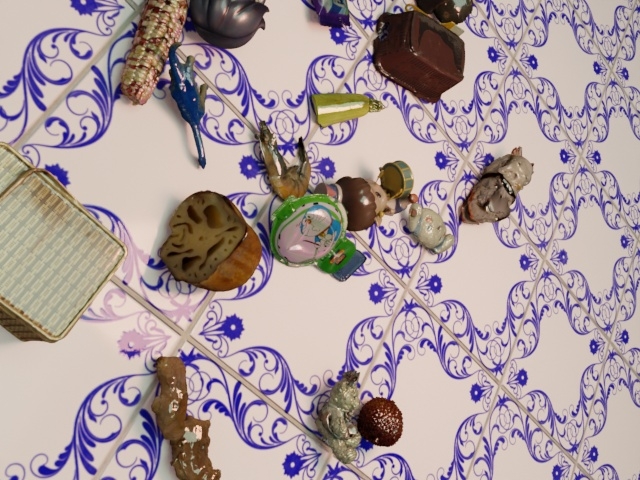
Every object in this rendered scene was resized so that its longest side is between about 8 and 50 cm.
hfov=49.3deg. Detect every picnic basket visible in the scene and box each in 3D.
[{"bbox_3d":[-0.530,0.006,1.203,0.313,0.175,0.228,47,57,-24],"label":"picnic basket"},{"bbox_3d":[0.302,-0.545,2.016,0.296,0.129,0.223,17,71,-38],"label":"picnic basket"}]

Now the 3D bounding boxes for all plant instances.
[{"bbox_3d":[0.362,-0.766,2.093,0.256,0.141,0.164,47,56,-21],"label":"plant"}]

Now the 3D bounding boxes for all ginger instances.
[{"bbox_3d":[-0.278,0.375,1.421,0.122,0.084,0.290,-19,95,-34],"label":"ginger"}]

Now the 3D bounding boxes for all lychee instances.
[{"bbox_3d":[0.149,0.452,1.747,0.123,0.123,0.129,30,40,-33],"label":"lychee"}]

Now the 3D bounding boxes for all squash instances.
[{"bbox_3d":[0.071,-0.348,1.831,0.200,0.075,0.090,-7,69,-19],"label":"squash"}]

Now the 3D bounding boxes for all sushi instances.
[{"bbox_3d":[0.556,-0.159,2.173,0.124,0.130,0.332,52,56,-22],"label":"sushi"}]

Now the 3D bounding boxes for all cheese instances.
[{"bbox_3d":[0.000,0.000,1.688,0.204,0.083,0.320,-45,130,5],"label":"cheese"}]

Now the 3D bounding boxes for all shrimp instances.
[{"bbox_3d":[-0.084,-0.201,1.697,0.150,0.051,0.217,-39,116,-40],"label":"shrimp"}]

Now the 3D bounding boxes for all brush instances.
[{"bbox_3d":[0.333,-0.655,2.097,0.205,0.083,0.011,24,50,-28],"label":"brush"}]

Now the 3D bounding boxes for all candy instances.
[{"bbox_3d":[0.009,-0.694,1.835,0.145,0.070,0.275,-15,91,-49],"label":"candy"}]

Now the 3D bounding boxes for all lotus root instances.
[{"bbox_3d":[-0.222,0.015,1.496,0.188,0.199,0.180,-43,152,2],"label":"lotus root"}]

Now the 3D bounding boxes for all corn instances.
[{"bbox_3d":[-0.356,-0.415,1.475,0.092,0.092,0.281,29,69,-33],"label":"corn"}]

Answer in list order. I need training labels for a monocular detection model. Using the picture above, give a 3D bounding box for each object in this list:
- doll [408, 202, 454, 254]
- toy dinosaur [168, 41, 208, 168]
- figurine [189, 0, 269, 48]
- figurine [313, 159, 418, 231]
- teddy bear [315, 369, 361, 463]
[{"bbox_3d":[0.310,-0.032,1.988,0.214,0.071,0.104,41,74,-38],"label":"doll"},{"bbox_3d":[-0.281,-0.289,1.480,0.075,0.248,0.188,-7,67,-1],"label":"toy dinosaur"},{"bbox_3d":[-0.190,-0.557,1.562,0.265,0.175,0.197,-57,153,-27],"label":"figurine"},{"bbox_3d":[0.111,-0.110,1.770,0.275,0.161,0.158,-21,140,-35],"label":"figurine"},{"bbox_3d":[0.042,0.416,1.676,0.133,0.111,0.213,-28,119,-81],"label":"teddy bear"}]
